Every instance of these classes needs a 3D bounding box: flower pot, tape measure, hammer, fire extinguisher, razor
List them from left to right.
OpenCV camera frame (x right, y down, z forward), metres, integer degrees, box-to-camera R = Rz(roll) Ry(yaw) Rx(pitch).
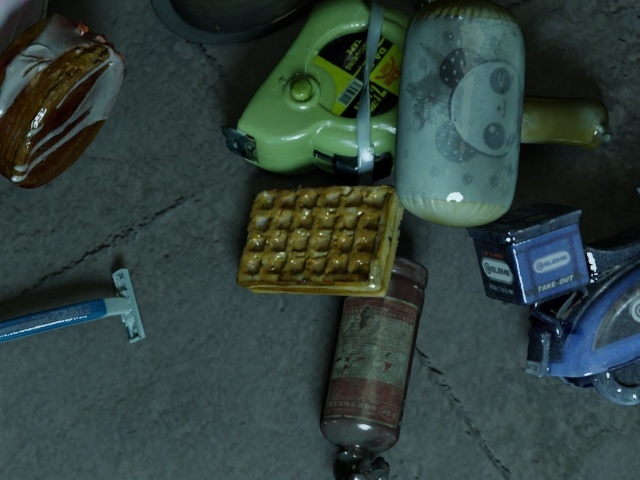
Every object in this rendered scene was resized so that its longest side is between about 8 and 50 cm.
[{"bbox_3d":[-0.254,0.075,1.577,0.191,0.037,0.068,-12,76,-15],"label":"razor"},{"bbox_3d":[-0.081,-0.318,1.664,0.235,0.235,0.148,-22,59,-17],"label":"flower pot"},{"bbox_3d":[0.032,-0.137,1.669,0.175,0.106,0.200,26,67,13],"label":"tape measure"},{"bbox_3d":[0.039,0.132,1.578,0.075,0.106,0.252,10,70,6],"label":"fire extinguisher"},{"bbox_3d":[0.183,-0.110,1.635,0.305,0.113,0.202,2,95,-51],"label":"hammer"}]

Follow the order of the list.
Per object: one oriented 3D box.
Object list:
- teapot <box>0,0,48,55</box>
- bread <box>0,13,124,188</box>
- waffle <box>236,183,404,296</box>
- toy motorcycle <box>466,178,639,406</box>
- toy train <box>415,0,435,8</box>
[{"bbox_3d":[-0.339,-0.251,1.592,0.178,0.163,0.222,16,70,30],"label":"teapot"},{"bbox_3d":[-0.245,-0.124,1.582,0.073,0.160,0.160,33,69,11],"label":"bread"},{"bbox_3d":[0.000,0.001,1.607,0.148,0.042,0.102,-1,65,29],"label":"waffle"},{"bbox_3d":[0.323,0.016,1.641,0.358,0.125,0.213,-19,103,-21],"label":"toy motorcycle"},{"bbox_3d":[0.109,-0.283,1.765,0.071,0.038,0.148,-22,78,-16],"label":"toy train"}]
